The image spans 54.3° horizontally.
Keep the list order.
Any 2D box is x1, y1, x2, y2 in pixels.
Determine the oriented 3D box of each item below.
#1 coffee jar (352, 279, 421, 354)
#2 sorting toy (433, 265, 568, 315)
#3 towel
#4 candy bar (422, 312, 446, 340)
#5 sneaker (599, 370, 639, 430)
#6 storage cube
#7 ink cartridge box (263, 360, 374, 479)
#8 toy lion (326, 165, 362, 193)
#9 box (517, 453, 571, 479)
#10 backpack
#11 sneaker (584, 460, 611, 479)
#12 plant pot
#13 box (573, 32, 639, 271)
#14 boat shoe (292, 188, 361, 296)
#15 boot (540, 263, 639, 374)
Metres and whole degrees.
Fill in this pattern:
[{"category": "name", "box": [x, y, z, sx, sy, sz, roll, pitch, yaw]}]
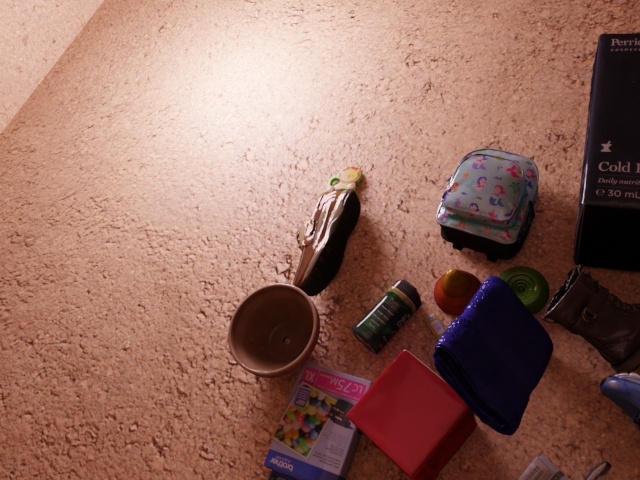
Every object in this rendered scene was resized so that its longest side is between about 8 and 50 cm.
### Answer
[{"category": "coffee jar", "box": [0.165, 0.183, 1.512, 0.079, 0.096, 0.184, 39, 80, 28]}, {"category": "sorting toy", "box": [0.440, 0.097, 1.450, 0.365, 0.126, 0.127, -3, 62, 18]}, {"category": "towel", "box": [0.364, 0.232, 1.308, 0.228, 0.076, 0.308, 52, 44, 1]}, {"category": "candy bar", "box": [0.298, 0.237, 1.484, 0.040, 0.018, 0.161, -31, 57, -4]}, {"category": "sneaker", "box": [0.684, 0.389, 1.207, 0.147, 0.130, 0.330, -43, 58, -10]}, {"category": "storage cube", "box": [0.203, 0.387, 1.337, 0.215, 0.184, 0.193, 36, 77, 31]}, {"category": "ink cartridge box", "box": [-0.007, 0.453, 1.446, 0.185, 0.065, 0.311, 12, 69, 24]}, {"category": "toy lion", "box": [0.070, -0.171, 1.778, 0.100, 0.034, 0.096, -7, 54, 15]}, {"category": "box", "box": [0.461, 0.540, 1.219, 0.186, 0.038, 0.145, 41, 107, 33]}, {"category": "backpack", "box": [0.420, -0.108, 1.541, 0.225, 0.191, 0.254, 19, 65, 27]}, {"category": "sneaker", "box": [0.546, 0.504, 1.241, 0.058, 0.052, 0.135, 33, 86, 26]}, {"category": "plant pot", "box": [-0.103, 0.235, 1.563, 0.237, 0.110, 0.238, -9, 61, 17]}, {"category": "box", "box": [0.837, -0.185, 1.375, 0.479, 0.297, 0.472, 6, 63, 21]}, {"category": "boat shoe", "box": [0.000, 0.000, 1.665, 0.119, 0.123, 0.324, 10, 58, 29]}, {"category": "boot", "box": [0.630, 0.134, 1.332, 0.229, 0.091, 0.263, 43, 83, 4]}]
